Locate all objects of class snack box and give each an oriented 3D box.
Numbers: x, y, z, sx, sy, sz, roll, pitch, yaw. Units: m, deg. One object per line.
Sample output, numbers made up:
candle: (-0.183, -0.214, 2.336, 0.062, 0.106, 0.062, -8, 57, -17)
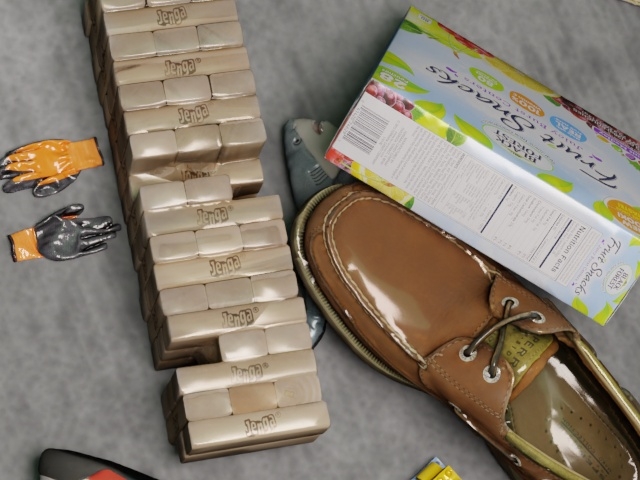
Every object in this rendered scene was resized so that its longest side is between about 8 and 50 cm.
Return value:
snack box: (0.119, -0.053, 1.228, 0.207, 0.174, 0.070, 30, 115, 0)

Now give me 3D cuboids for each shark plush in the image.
shark plush: (0.000, 0.000, 1.266, 0.067, 0.073, 0.161, 6, 94, 10)

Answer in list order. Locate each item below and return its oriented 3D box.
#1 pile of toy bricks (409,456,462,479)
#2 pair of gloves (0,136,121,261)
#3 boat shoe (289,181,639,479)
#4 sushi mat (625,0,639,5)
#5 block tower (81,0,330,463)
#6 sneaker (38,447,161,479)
pile of toy bricks: (0.119, 0.216, 1.184, 0.118, 0.105, 0.212, -40, 85, -19)
pair of gloves: (-0.173, -0.027, 1.244, 0.074, 0.010, 0.083, -11, 78, -14)
boat shoe: (0.117, 0.070, 1.194, 0.307, 0.104, 0.110, 41, 74, -10)
sushi mat: (0.182, -0.259, 1.376, 0.317, 0.019, 0.151, 17, 71, -7)
block tower: (-0.080, -0.028, 1.221, 0.097, 0.091, 0.335, -8, 75, -14)
sneaker: (-0.075, 0.238, 1.146, 0.270, 0.090, 0.145, 24, 86, 8)
